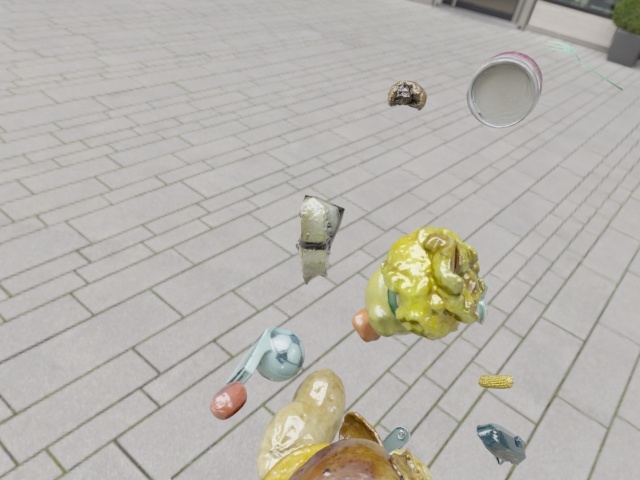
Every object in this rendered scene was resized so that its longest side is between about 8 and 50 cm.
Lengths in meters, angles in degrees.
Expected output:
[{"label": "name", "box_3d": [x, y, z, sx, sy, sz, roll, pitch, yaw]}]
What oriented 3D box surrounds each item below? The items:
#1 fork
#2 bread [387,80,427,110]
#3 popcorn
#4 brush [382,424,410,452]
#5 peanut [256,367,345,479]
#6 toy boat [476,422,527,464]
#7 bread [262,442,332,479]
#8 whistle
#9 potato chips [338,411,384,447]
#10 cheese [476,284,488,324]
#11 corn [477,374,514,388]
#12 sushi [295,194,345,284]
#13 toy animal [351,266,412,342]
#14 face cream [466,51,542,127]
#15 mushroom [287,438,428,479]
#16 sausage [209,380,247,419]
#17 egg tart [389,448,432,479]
[{"label": "fork", "box_3d": [0.655, -0.432, 1.339, 0.235, 0.021, 0.039, 26, 58, -9]}, {"label": "bread", "box_3d": [0.250, -0.422, 1.567, 0.113, 0.060, 0.082, 7, 69, 11]}, {"label": "popcorn", "box_3d": [0.194, 0.064, 0.907, 0.197, 0.155, 0.198, 42, 32, -35]}, {"label": "brush", "box_3d": [0.128, 0.610, 1.505, 0.068, 0.297, 0.060, 51, 17, 24]}, {"label": "peanut", "box_3d": [-0.048, 0.514, 1.507, 0.169, 0.192, 0.387, -6, 30, 34]}, {"label": "toy boat", "box_3d": [0.524, 0.601, 1.620, 0.246, 0.103, 0.093, 35, 25, -38]}, {"label": "bread", "box_3d": [0.019, 0.618, 1.174, 0.336, 0.204, 0.358, -28, 35, -17]}, {"label": "whistle", "box_3d": [-0.128, 0.336, 1.514, 0.163, 0.164, 0.290, 18, 28, 7]}, {"label": "potato chips", "box_3d": [0.111, 0.551, 1.435, 0.049, 0.150, 0.201, 16, 12, -29]}, {"label": "cheese", "box_3d": [0.430, 0.169, 1.471, 0.026, 0.121, 0.067, -5, 16, -16]}, {"label": "corn", "box_3d": [0.451, 0.362, 1.401, 0.092, 0.037, 0.037, -8, 19, 36]}, {"label": "sushi", "box_3d": [-0.020, 0.006, 1.637, 0.134, 0.273, 0.109, 14, 3, 0]}, {"label": "toy animal", "box_3d": [0.220, 0.140, 1.389, 0.216, 0.338, 0.191, -20, 83, -28]}, {"label": "face cream", "box_3d": [0.469, -0.385, 1.389, 0.175, 0.175, 0.195, 24, 28, 15]}, {"label": "mushroom", "box_3d": [0.054, 0.451, 0.935, 0.283, 0.195, 0.263, -15, -3, -14]}, {"label": "sausage", "box_3d": [-0.196, 0.338, 1.159, 0.059, 0.054, 0.094, -10, 12, 32]}, {"label": "egg tart", "box_3d": [0.201, 0.746, 1.602, 0.278, 0.095, 0.279, -10, 42, 9]}]
